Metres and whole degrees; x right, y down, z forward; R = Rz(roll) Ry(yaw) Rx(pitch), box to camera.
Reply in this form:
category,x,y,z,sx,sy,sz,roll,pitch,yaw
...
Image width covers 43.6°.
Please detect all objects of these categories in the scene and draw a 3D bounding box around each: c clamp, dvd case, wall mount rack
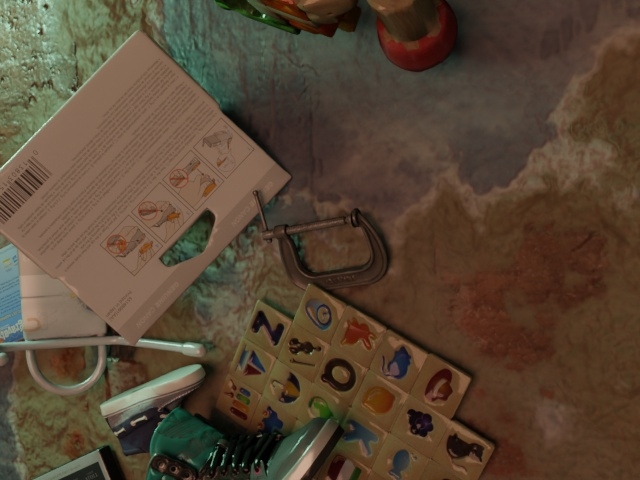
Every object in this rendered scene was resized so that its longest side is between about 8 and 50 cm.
category,x,y,z,sx,sy,sz,roll,pitch,yaw
c clamp,0.000,0.000,0.965,0.161,0.022,0.137,-4,108,25
dvd case,-0.335,0.443,1.188,0.179,0.029,0.238,-29,83,26
wall mount rack,-0.313,0.051,1.092,0.304,0.130,0.350,-3,95,-6

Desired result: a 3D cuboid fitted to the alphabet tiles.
category,x,y,z,sx,sy,sz,roll,pitch,yaw
alphabet tiles,0.029,0.227,0.988,0.343,0.011,0.285,30,110,21

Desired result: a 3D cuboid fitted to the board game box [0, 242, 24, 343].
category,x,y,z,sx,sy,sz,roll,pitch,yaw
board game box,-0.541,0.112,1.259,0.281,0.027,0.145,-22,84,27

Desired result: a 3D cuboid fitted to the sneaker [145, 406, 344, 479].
category,x,y,z,sx,sy,sz,roll,pitch,yaw
sneaker,-0.117,0.269,1.000,0.178,0.124,0.295,45,116,3

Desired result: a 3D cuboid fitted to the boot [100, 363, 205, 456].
category,x,y,z,sx,sy,sz,roll,pitch,yaw
boot,-0.215,0.234,1.094,0.190,0.069,0.086,-25,92,33

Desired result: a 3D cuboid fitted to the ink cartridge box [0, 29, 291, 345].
category,x,y,z,sx,sy,sz,roll,pitch,yaw
ink cartridge box,-0.230,-0.064,1.000,0.261,0.066,0.296,44,86,-10

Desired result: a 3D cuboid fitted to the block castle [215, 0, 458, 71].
category,x,y,z,sx,sy,sz,roll,pitch,yaw
block castle,-0.026,-0.388,0.856,0.453,0.213,0.303,24,94,16
